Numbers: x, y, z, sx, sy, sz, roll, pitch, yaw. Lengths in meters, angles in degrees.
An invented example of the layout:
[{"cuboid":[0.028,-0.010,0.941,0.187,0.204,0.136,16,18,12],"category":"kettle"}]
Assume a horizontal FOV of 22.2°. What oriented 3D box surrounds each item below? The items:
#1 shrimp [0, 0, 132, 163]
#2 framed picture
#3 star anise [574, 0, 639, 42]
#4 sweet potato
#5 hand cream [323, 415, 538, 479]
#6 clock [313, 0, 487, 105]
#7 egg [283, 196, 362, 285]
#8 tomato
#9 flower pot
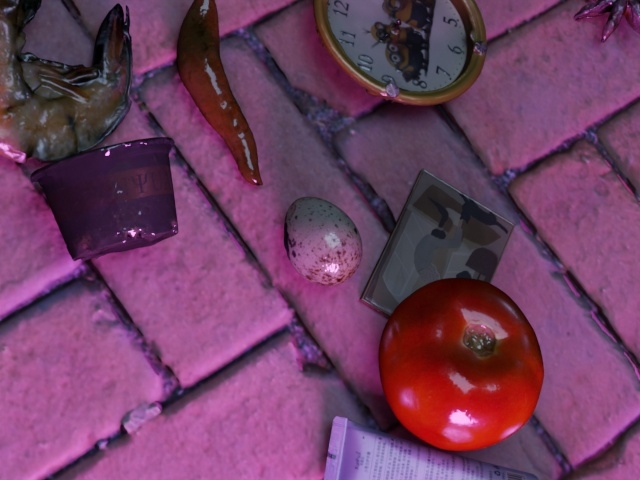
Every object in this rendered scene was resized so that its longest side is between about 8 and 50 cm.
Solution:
[{"cuboid":[-0.308,-0.250,1.843,0.233,0.071,0.365,22,60,-23],"category":"shrimp"},{"cuboid":[0.142,0.025,1.936,0.136,0.010,0.201,31,59,-8],"category":"framed picture"},{"cuboid":[0.406,-0.319,2.161,0.141,0.042,0.141,3,60,-4],"category":"star anise"},{"cuboid":[-0.126,-0.177,1.888,0.069,0.059,0.249,-9,76,-39],"category":"sweet potato"},{"cuboid":[0.135,0.265,1.807,0.271,0.058,0.091,14,74,-13],"category":"hand cream"},{"cuboid":[0.092,-0.260,2.014,0.237,0.057,0.237,10,63,-19],"category":"clock"},{"cuboid":[0.000,0.000,1.845,0.085,0.085,0.110,-27,74,-30],"category":"egg"},{"cuboid":[0.154,0.140,1.812,0.195,0.136,0.195,8,59,-14],"category":"tomato"},{"cuboid":[-0.219,-0.040,1.742,0.157,0.157,0.106,-16,87,-28],"category":"flower pot"}]
